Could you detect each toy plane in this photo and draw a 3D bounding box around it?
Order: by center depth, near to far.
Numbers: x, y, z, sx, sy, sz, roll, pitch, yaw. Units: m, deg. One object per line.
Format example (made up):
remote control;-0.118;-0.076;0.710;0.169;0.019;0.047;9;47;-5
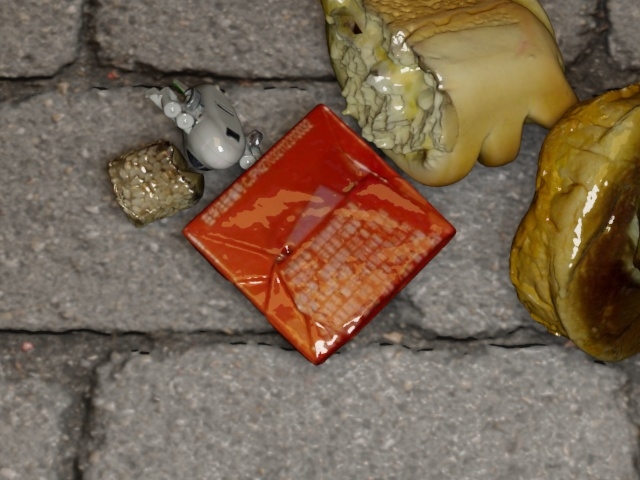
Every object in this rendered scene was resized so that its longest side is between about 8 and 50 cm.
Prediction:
toy plane;-0.139;-0.137;1.736;0.174;0.174;0.080;45;104;14

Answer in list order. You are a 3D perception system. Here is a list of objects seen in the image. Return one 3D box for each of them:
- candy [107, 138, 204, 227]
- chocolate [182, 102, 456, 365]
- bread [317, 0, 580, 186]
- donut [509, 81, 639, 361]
candy;-0.202;-0.073;1.747;0.110;0.085;0.095;-29;81;3
chocolate;0.000;0.000;1.706;0.235;0.108;0.237;43;79;13
bread;0.151;-0.201;1.705;0.270;0.211;0.315;-18;51;-29
donut;0.346;-0.034;1.628;0.160;0.330;0.330;29;73;40
